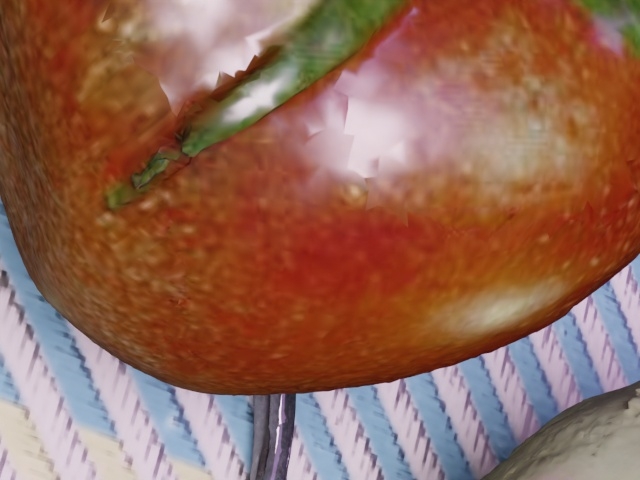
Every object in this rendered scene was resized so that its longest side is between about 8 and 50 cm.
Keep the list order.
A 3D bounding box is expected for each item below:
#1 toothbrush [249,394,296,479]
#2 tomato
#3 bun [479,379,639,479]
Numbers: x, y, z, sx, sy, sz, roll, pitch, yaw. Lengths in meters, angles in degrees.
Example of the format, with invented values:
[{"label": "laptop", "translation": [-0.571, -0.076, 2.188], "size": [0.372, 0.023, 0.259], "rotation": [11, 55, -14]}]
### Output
[{"label": "toothbrush", "translation": [0.000, 0.000, 0.690], "size": [0.042, 0.035, 0.413], "rotation": [28, 69, -26]}, {"label": "tomato", "translation": [-0.005, -0.102, 0.571], "size": [0.303, 0.239, 0.303], "rotation": [5, 78, -27]}, {"label": "bun", "translation": [0.105, 0.186, 0.657], "size": [0.293, 0.187, 0.293], "rotation": [-16, 110, -52]}]
